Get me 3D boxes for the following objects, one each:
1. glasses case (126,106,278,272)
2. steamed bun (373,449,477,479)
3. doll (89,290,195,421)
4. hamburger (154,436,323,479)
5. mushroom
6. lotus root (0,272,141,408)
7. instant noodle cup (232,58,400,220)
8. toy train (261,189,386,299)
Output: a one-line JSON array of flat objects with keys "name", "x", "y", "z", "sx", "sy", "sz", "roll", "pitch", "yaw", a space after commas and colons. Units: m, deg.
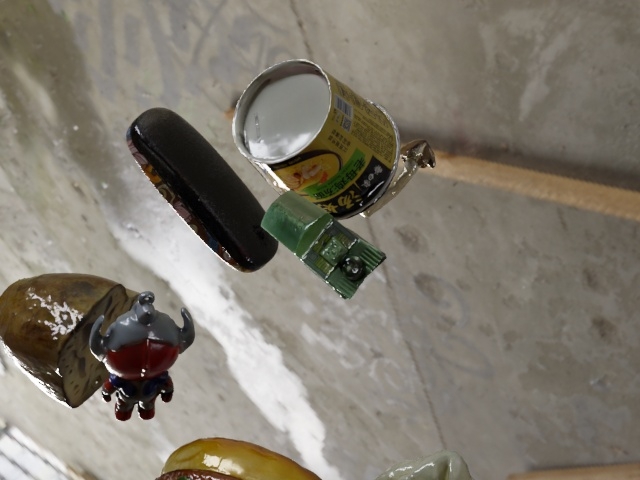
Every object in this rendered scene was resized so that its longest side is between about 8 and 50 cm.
[{"name": "glasses case", "x": -0.192, "y": -0.083, "z": 1.425, "sx": 0.082, "sy": 0.122, "sz": 0.321, "roll": -36, "pitch": 98, "yaw": 34}, {"name": "steamed bun", "x": 0.157, "y": 0.461, "z": 1.229, "sx": 0.280, "sy": 0.207, "sz": 0.268, "roll": 47, "pitch": 149, "yaw": 10}, {"name": "doll", "x": -0.193, "y": 0.126, "z": 0.928, "sx": 0.104, "sy": 0.062, "sz": 0.194, "roll": 12, "pitch": 130, "yaw": -4}, {"name": "hamburger", "x": -0.091, "y": 0.328, "z": 0.876, "sx": 0.246, "sy": 0.170, "sz": 0.246, "roll": 12, "pitch": 132, "yaw": 14}, {"name": "mushroom", "x": 0.127, "y": -0.101, "z": 1.473, "sx": 0.060, "sy": 0.187, "sz": 0.061, "roll": 48, "pitch": 166, "yaw": -19}, {"name": "lotus root", "x": -0.377, "y": 0.115, "z": 1.275, "sx": 0.180, "sy": 0.199, "sz": 0.188, "roll": 27, "pitch": 135, "yaw": 21}, {"name": "instant noodle cup", "x": -0.009, "y": -0.107, "z": 0.874, "sx": 0.151, "sy": 0.151, "sz": 0.122, "roll": 22, "pitch": 170, "yaw": 36}, {"name": "toy train", "x": 0.000, "y": 0.000, "z": 0.539, "sx": 0.056, "sy": 0.038, "sz": 0.093, "roll": 40, "pitch": 179, "yaw": -24}]
